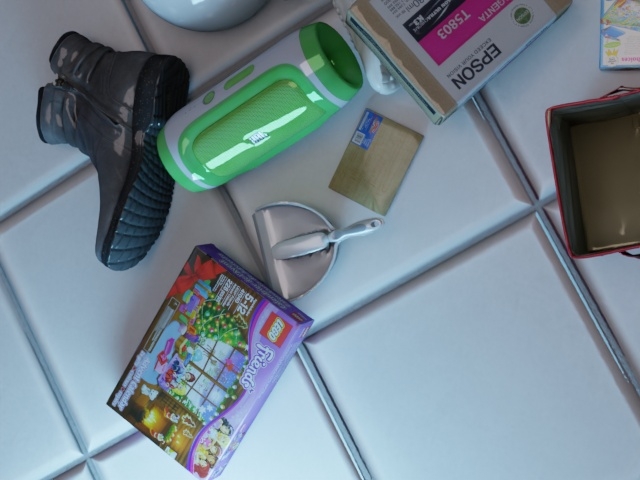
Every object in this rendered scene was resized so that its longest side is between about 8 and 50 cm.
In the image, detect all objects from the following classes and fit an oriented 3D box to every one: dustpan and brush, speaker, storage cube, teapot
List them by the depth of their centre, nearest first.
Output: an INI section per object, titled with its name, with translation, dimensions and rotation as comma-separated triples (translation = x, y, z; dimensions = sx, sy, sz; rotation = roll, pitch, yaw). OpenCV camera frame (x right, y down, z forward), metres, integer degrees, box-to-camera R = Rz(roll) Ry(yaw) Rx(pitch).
[storage cube]
translation = 0.398, -0.082, 1.562
dimensions = 0.183, 0.193, 0.215
rotation = -11, 88, 20
[speaker]
translation = -0.088, -0.184, 1.758
dimensions = 0.296, 0.131, 0.131
rotation = -31, 80, 25
[teapot]
translation = -0.180, -0.419, 1.772
dimensions = 0.256, 0.187, 0.253
rotation = -17, 85, 18
[dustpan and brush]
translation = 0.000, 0.000, 1.775
dimensions = 0.211, 0.060, 0.147
rotation = -16, 85, 20

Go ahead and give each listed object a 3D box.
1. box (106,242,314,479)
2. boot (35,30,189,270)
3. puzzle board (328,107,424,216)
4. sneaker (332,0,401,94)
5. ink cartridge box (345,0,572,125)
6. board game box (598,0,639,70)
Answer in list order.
[box]
translation = -0.165, 0.179, 1.827
dimensions = 0.201, 0.057, 0.293
rotation = 35, 106, 16
[boot]
translation = -0.333, -0.135, 1.883
dimensions = 0.222, 0.118, 0.338
rotation = 13, 87, 25
[puzzle board]
translation = 0.079, -0.111, 1.773
dimensions = 0.096, 0.011, 0.128
rotation = 29, 99, 19
[sneaker]
translation = 0.068, -0.317, 1.747
dimensions = 0.094, 0.090, 0.235
rotation = -9, 87, 38
[ink cartridge box]
translation = 0.181, -0.302, 1.646
dimensions = 0.234, 0.088, 0.193
rotation = -42, 89, -2
[board game box]
translation = 0.444, -0.276, 1.631
dimensions = 0.154, 0.026, 0.104
rotation = 2, 91, 20
